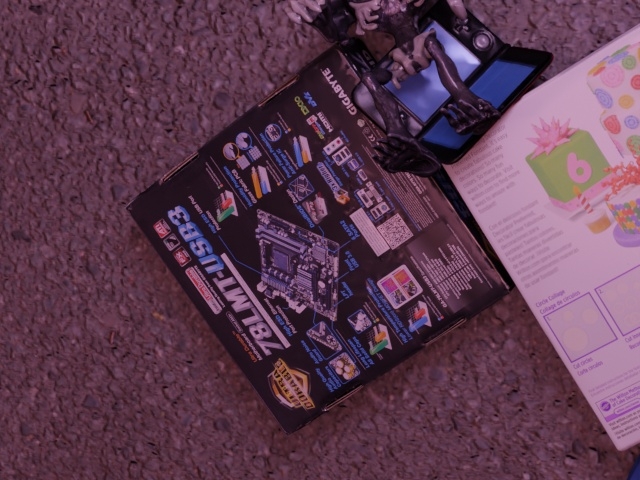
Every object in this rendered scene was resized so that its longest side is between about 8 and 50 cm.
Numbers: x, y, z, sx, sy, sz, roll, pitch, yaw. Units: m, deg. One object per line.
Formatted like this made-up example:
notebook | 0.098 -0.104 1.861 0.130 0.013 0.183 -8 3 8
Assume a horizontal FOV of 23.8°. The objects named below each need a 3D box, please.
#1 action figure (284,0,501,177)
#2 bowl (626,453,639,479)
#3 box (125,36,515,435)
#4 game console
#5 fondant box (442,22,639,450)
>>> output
action figure | 0.065 -0.201 1.352 0.164 0.141 0.276 -26 58 10
bowl | 0.465 0.313 1.417 0.391 0.077 0.391 5 105 20
box | 0.000 0.000 1.518 0.293 0.073 0.295 -36 89 25
game console | 0.118 -0.150 1.395 0.124 0.085 0.144 43 80 4
fondant box | 0.295 -0.008 1.392 0.238 0.096 0.330 -31 92 25
